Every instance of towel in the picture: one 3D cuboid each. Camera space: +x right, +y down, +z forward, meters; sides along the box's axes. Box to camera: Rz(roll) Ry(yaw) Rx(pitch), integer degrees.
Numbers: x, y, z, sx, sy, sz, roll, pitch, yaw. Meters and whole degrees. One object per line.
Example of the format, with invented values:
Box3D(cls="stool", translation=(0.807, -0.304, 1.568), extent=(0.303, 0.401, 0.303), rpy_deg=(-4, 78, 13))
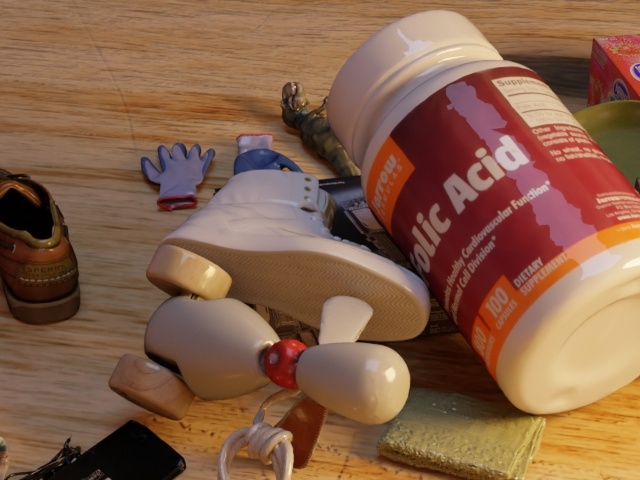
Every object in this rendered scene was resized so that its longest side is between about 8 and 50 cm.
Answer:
Box3D(cls="towel", translation=(0.136, 0.190, 1.800), extent=(0.148, 0.027, 0.110), rpy_deg=(11, 33, 17))

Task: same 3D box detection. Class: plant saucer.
Box3D(cls="plant saucer", translation=(0.300, -0.069, 2.153), extent=(0.241, 0.037, 0.241), rpy_deg=(-27, 30, 17))

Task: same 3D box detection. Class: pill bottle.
Box3D(cls="pill bottle", translation=(0.180, -0.038, 1.867), extent=(0.224, 0.224, 0.392), rpy_deg=(-17, 52, -26))

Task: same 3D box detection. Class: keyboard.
Box3D(cls="keyboard", translation=(-0.219, 0.232, 1.737), extent=(0.100, 0.038, 0.192), rpy_deg=(40, 42, 16))

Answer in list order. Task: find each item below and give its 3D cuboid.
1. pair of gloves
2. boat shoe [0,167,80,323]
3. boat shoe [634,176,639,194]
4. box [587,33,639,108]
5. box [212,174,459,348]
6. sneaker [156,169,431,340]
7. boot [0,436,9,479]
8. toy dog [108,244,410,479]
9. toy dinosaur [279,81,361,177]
Box3D(cls="pair of gloves", translation=(-0.120, -0.084, 2.286), extent=(0.198, 0.023, 0.159), rpy_deg=(-4, 32, -4))
Box3D(cls="boat shoe", translation=(-0.338, -0.027, 2.102), extent=(0.111, 0.104, 0.307), rpy_deg=(-15, 33, -24))
Box3D(cls="boat shoe", translation=(0.369, -0.018, 1.979), extent=(0.132, 0.130, 0.355), rpy_deg=(0, 45, 33))
Box3D(cls="box", translation=(0.427, -0.153, 2.300), extent=(0.128, 0.122, 0.257), rpy_deg=(-6, 30, -8))
Box3D(cls="box", translation=(0.052, 0.017, 2.050), extent=(0.307, 0.076, 0.242), rpy_deg=(-6, 31, -11))
Box3D(cls="sneaker", translation=(0.000, 0.000, 1.901), extent=(0.292, 0.108, 0.169), rpy_deg=(15, 40, 22))
Box3D(cls="boot", translation=(-0.355, 0.242, 1.639), extent=(0.123, 0.095, 0.258), rpy_deg=(-3, 28, 9))
Box3D(cls="toy dog", translation=(-0.048, 0.128, 1.788), extent=(0.334, 0.220, 0.161), rpy_deg=(39, 3, 40))
Box3D(cls="toy dinosaur", translation=(0.038, -0.130, 2.327), extent=(0.118, 0.064, 0.268), rpy_deg=(-23, 35, -9))
